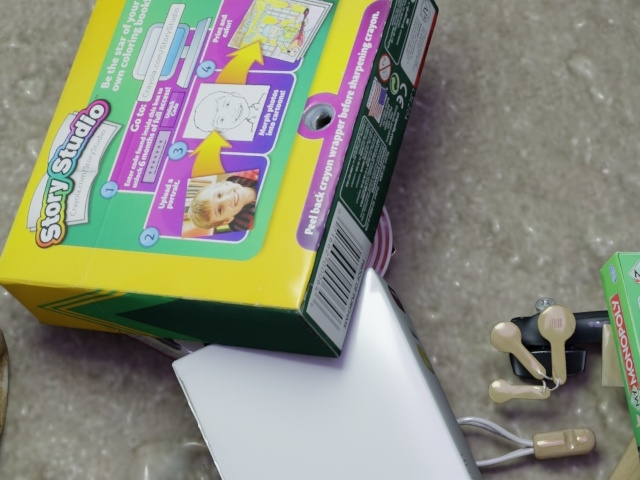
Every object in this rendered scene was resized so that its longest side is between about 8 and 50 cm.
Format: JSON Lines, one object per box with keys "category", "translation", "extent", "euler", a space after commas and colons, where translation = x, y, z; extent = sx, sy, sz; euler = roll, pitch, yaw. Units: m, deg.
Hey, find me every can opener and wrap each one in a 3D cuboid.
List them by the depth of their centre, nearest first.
{"category": "can opener", "translation": [0.272, 0.086, 1.671], "extent": [0.186, 0.059, 0.073], "euler": [-9, 107, 3]}

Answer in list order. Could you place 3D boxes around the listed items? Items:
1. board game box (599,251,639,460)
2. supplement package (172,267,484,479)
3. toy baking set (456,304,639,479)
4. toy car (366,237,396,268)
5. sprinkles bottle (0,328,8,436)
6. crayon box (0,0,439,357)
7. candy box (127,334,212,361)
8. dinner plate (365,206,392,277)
{"category": "board game box", "translation": [0.432, 0.113, 1.616], "extent": [0.317, 0.046, 0.213], "euler": [0, 64, -16]}
{"category": "supplement package", "translation": [0.022, 0.191, 1.566], "extent": [0.204, 0.145, 0.262], "euler": [-26, 77, 7]}
{"category": "toy baking set", "translation": [0.224, 0.179, 1.641], "extent": [0.197, 0.030, 0.256], "euler": [26, 91, 4]}
{"category": "toy car", "translation": [0.024, 0.031, 1.696], "extent": [0.060, 0.040, 0.122], "euler": [38, 83, 14]}
{"category": "sprinkles bottle", "translation": [-0.475, 0.133, 1.612], "extent": [0.355, 0.121, 0.121], "euler": [1, 73, 0]}
{"category": "crayon box", "translation": [-0.092, -0.090, 1.578], "extent": [0.313, 0.106, 0.363], "euler": [5, 64, 27]}
{"category": "candy box", "translation": [-0.127, -0.010, 1.686], "extent": [0.159, 0.071, 0.233], "euler": [28, 74, 8]}
{"category": "dinner plate", "translation": [0.000, 0.000, 1.655], "extent": [0.141, 0.017, 0.141], "euler": [-1, 92, -15]}
